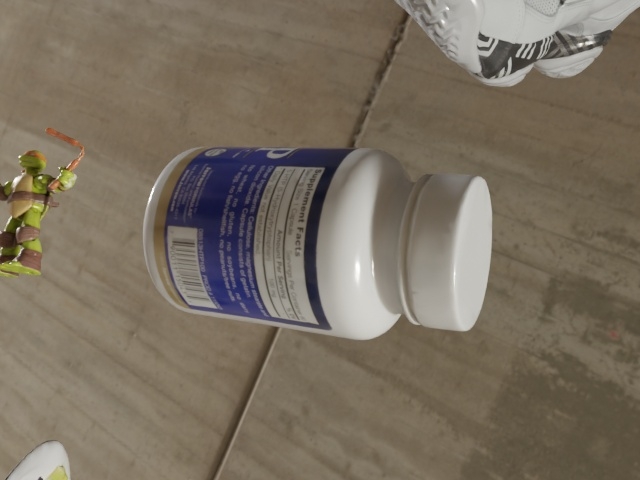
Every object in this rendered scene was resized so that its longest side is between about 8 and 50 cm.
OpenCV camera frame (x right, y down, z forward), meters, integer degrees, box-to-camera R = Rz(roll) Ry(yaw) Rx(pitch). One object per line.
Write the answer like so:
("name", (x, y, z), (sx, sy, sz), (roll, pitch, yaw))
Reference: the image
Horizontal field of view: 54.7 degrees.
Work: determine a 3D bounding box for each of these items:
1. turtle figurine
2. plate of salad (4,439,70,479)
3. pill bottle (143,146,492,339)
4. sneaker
("turtle figurine", (-0.472, -0.053, 0.972), (0.269, 0.217, 0.087), (-2, 164, 23))
("plate of salad", (-0.165, 0.211, 0.330), (0.048, 0.200, 0.200), (11, -177, -3))
("pill bottle", (0.000, 0.000, 0.371), (0.187, 0.112, 0.112), (5, 174, 26))
("sneaker", (0.191, -0.238, 0.468), (0.366, 0.210, 0.137), (-18, -115, -51))
